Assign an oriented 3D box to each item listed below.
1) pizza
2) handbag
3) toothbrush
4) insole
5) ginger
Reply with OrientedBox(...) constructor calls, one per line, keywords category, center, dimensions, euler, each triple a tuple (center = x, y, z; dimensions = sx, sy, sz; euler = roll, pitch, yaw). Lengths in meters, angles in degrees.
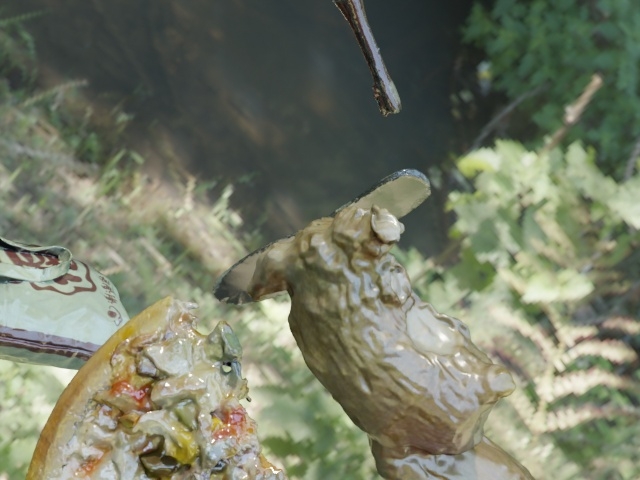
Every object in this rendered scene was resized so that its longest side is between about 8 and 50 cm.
OrientedBox(category="pizza", center=(-0.082, 0.148, 0.888), dimensions=(0.195, 0.185, 0.052), euler=(35, 8, 2))
OrientedBox(category="handbag", center=(-0.308, 0.061, 1.482), dimensions=(0.235, 0.127, 0.213), euler=(19, 17, -31))
OrientedBox(category="toothbrush", center=(0.003, -0.285, 1.327), dimensions=(0.041, 0.041, 0.364), euler=(-47, 117, -53))
OrientedBox(category="insole", center=(0.000, 0.000, 1.725), dimensions=(0.110, 0.309, 0.012), euler=(35, 29, -45))
OrientedBox(category="ginger", center=(0.071, 0.105, 0.798), dimensions=(0.290, 0.122, 0.084), euler=(57, 32, -19))
